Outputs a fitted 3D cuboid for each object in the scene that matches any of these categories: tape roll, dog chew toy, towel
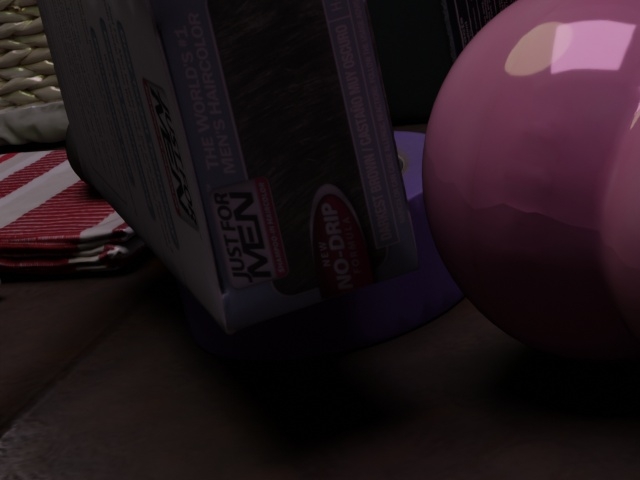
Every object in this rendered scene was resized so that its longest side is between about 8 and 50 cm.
[{"bbox_3d":[0.000,0.000,1.143,0.189,0.080,0.189,-12,18,4],"label":"tape roll"},{"bbox_3d":[0.203,-0.015,0.887,0.207,0.206,0.332,-25,30,-30],"label":"dog chew toy"},{"bbox_3d":[-0.236,-0.026,1.448,0.329,0.037,0.237,-2,20,26],"label":"towel"}]

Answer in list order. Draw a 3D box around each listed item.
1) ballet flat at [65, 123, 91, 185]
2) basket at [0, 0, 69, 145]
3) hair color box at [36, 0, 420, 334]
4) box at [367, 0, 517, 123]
[{"bbox_3d":[-0.105,-0.155,1.420,0.280,0.095,0.096,-49,7,-16],"label":"ballet flat"},{"bbox_3d":[-0.268,-0.258,1.779,0.331,0.266,0.328,-7,19,15],"label":"basket"},{"bbox_3d":[-0.074,-0.098,1.061,0.114,0.185,0.374,-18,20,-13],"label":"hair color box"},{"bbox_3d":[0.059,-0.282,1.566,0.183,0.296,0.294,-4,21,23],"label":"box"}]
